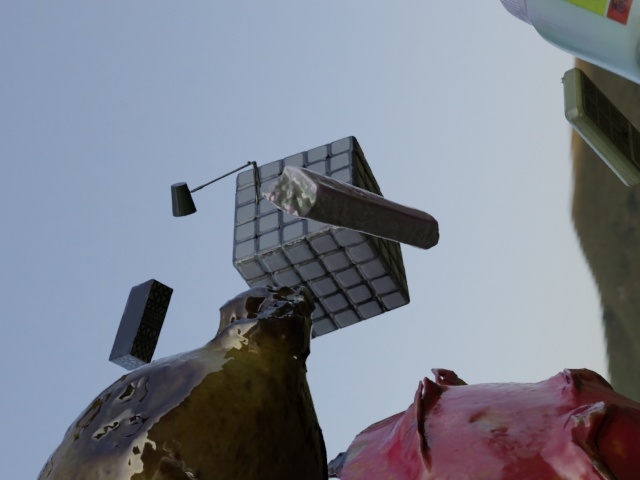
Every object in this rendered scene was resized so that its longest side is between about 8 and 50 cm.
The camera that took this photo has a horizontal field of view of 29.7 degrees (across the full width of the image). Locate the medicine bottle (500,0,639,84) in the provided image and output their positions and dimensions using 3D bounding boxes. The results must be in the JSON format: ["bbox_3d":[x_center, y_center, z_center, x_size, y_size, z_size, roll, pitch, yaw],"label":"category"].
[{"bbox_3d":[0.268,-0.226,1.084,0.139,0.225,0.139,-12,-61,-24],"label":"medicine bottle"}]

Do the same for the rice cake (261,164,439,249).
[{"bbox_3d":[0.051,-0.040,1.587,0.365,0.072,0.056,15,-76,-56],"label":"rice cake"}]

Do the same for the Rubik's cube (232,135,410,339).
[{"bbox_3d":[0.000,0.000,2.083,0.237,0.238,0.237,-94,-21,-49],"label":"Rubik's cube"}]

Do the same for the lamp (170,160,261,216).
[{"bbox_3d":[-0.136,-0.067,1.533,0.041,0.121,0.054,-72,-29,-72],"label":"lamp"}]

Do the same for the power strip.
[{"bbox_3d":[0.331,-0.127,1.384,0.169,0.028,0.076,37,-136,-37],"label":"power strip"}]

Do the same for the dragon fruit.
[{"bbox_3d":[0.202,0.246,0.935,0.371,0.249,0.386,50,-161,-10],"label":"dragon fruit"}]

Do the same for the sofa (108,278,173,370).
[{"bbox_3d":[-0.245,0.116,1.647,0.039,0.060,0.118,33,-123,-31],"label":"sofa"}]

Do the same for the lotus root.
[{"bbox_3d":[-0.071,0.136,0.569,0.260,0.128,0.145,-62,-1,6],"label":"lotus root"}]
